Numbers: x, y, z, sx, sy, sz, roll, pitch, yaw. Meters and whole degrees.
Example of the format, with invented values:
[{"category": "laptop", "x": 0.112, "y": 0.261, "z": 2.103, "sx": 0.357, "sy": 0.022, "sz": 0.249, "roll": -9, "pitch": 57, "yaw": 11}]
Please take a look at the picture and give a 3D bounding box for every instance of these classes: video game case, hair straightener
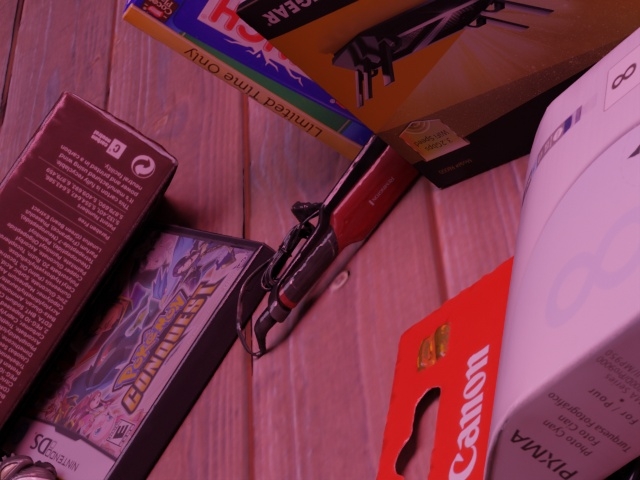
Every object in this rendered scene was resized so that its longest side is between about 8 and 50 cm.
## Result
[{"category": "video game case", "x": -0.173, "y": 0.109, "z": 1.766, "sx": 0.275, "sy": 0.035, "sz": 0.248, "roll": -57, "pitch": 27, "yaw": -12}, {"category": "hair straightener", "x": 0.000, "y": 0.000, "z": 1.637, "sx": 0.230, "sy": 0.047, "sz": 0.089, "roll": -56, "pitch": 27, "yaw": 1}]

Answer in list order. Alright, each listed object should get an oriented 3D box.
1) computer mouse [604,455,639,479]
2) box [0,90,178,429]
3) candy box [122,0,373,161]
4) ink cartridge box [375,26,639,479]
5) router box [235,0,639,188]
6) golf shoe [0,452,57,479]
[{"category": "computer mouse", "x": 0.155, "y": 0.204, "z": 1.149, "sx": 0.242, "sy": 0.041, "sz": 0.071, "roll": -60, "pitch": 19, "yaw": -2}, {"category": "box", "x": -0.303, "y": 0.056, "z": 1.859, "sx": 0.381, "sy": 0.143, "sz": 0.191, "roll": -59, "pitch": 4, "yaw": -12}, {"category": "candy box", "x": 0.025, "y": -0.248, "z": 1.586, "sx": 0.317, "sy": 0.268, "sz": 0.122, "roll": -45, "pitch": 22, "yaw": 40}, {"category": "ink cartridge box", "x": 0.133, "y": 0.047, "z": 1.248, "sx": 0.385, "sy": 0.091, "sz": 0.308, "roll": -40, "pitch": 23, "yaw": 35}, {"category": "router box", "x": 0.126, "y": -0.180, "z": 1.435, "sx": 0.309, "sy": 0.243, "sz": 0.081, "roll": -23, "pitch": 38, "yaw": 44}, {"category": "golf shoe", "x": -0.295, "y": 0.286, "z": 1.686, "sx": 0.198, "sy": 0.077, "sz": 0.094, "roll": -57, "pitch": 44, "yaw": 23}]
